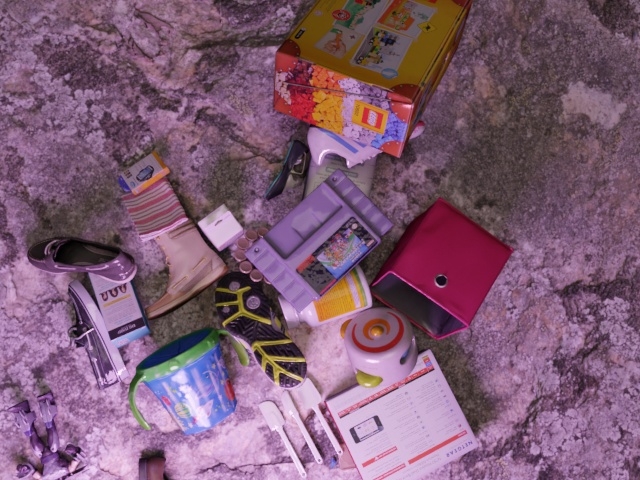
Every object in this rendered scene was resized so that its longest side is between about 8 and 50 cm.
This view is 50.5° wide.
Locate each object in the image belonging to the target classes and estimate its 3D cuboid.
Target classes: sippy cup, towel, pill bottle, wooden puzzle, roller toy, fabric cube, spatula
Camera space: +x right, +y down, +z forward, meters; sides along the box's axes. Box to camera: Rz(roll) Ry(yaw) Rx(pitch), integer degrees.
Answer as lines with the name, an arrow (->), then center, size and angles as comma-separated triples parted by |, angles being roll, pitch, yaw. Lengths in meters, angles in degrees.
sippy cup -> -0.340, 0.384, 1.819 | 0.305, 0.240, 0.224 | -24, 97, 2
towel -> -0.469, -0.095, 1.905 | 0.144, 0.029, 0.197 | -27, 56, -9
pill bottle -> 0.010, 0.163, 1.910 | 0.245, 0.136, 0.136 | -18, 86, -7
wooden puzzle -> 0.085, 0.611, 1.929 | 0.116, 0.014, 0.078 | 0, 79, -6
roller toy -> 0.166, 0.285, 1.870 | 0.191, 0.146, 0.209 | -20, 41, -2
fabric cube -> 0.323, 0.084, 1.868 | 0.254, 0.259, 0.258 | 36, 71, 0
spatula -> -0.047, 0.529, 1.916 | 0.168, 0.019, 0.242 | -29, 84, -7

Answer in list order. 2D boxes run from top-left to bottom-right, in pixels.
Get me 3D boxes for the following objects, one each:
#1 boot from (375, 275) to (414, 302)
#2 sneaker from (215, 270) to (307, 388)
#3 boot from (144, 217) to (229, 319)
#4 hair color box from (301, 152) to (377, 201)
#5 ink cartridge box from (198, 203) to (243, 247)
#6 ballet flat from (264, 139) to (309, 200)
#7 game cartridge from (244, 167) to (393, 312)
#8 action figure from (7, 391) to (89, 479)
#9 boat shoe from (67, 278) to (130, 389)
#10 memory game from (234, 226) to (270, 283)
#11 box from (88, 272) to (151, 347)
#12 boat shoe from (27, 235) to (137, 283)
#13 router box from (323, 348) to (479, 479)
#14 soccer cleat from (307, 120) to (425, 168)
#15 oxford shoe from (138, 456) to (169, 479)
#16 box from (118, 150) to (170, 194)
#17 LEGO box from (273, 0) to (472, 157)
boot -> 0.232, 0.174, 1.983 | 0.114, 0.037, 0.106 | 43, 84, -4
sneaker -> -0.172, 0.258, 1.888 | 0.145, 0.147, 0.385 | -30, 68, -10
boot -> -0.418, 0.079, 1.900 | 0.262, 0.095, 0.203 | -36, 88, -10
hair color box -> 0.049, -0.162, 1.963 | 0.185, 0.113, 0.374 | 11, 83, -5
ink cartridge box -> -0.277, -0.034, 1.901 | 0.092, 0.143, 0.090 | -38, 88, -8
ballet flat -> -0.090, -0.197, 1.977 | 0.074, 0.074, 0.203 | 26, 80, -2
game cartridge -> 0.000, 0.000, 1.843 | 0.355, 0.068, 0.230 | -43, 79, -9
action figure -> -0.734, 0.560, 1.817 | 0.185, 0.099, 0.285 | -20, 89, -12
boat shoe -> -0.633, 0.258, 1.852 | 0.105, 0.113, 0.306 | -26, 96, -22
memory game -> -0.154, 0.041, 1.934 | 0.186, 0.012, 0.186 | 7, 59, -12
box -> -0.552, 0.160, 1.855 | 0.100, 0.060, 0.244 | -23, 65, -8
boat shoe -> -0.656, 0.035, 1.837 | 0.335, 0.095, 0.112 | 9, 56, 15
router box -> 0.223, 0.512, 1.908 | 0.335, 0.082, 0.301 | -25, 83, -8
soccer cleat -> 0.126, -0.275, 1.885 | 0.331, 0.116, 0.143 | -4, 107, -10
oxford shoe -> -0.435, 0.701, 1.836 | 0.096, 0.083, 0.227 | -5, 85, -10
box -> -0.508, -0.189, 1.940 | 0.136, 0.028, 0.081 | -36, 60, -6
LEGO box -> 0.147, -0.510, 1.836 | 0.372, 0.193, 0.500 | 23, 54, 10
